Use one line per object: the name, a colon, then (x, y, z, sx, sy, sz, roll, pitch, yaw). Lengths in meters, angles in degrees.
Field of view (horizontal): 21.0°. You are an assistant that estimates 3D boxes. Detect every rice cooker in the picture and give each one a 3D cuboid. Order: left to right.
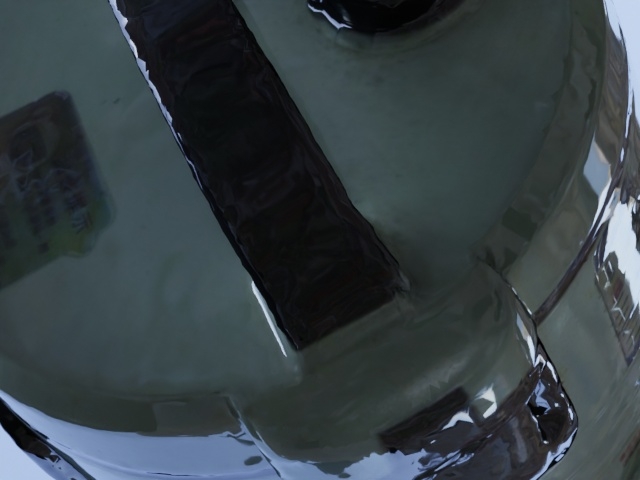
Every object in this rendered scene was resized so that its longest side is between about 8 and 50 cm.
rice cooker: (0.000, 0.000, 0.535, 0.244, 0.226, 0.226, 61, -151, -54)
